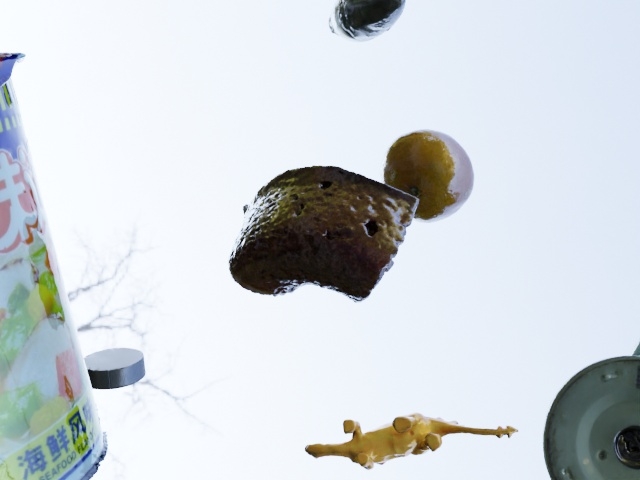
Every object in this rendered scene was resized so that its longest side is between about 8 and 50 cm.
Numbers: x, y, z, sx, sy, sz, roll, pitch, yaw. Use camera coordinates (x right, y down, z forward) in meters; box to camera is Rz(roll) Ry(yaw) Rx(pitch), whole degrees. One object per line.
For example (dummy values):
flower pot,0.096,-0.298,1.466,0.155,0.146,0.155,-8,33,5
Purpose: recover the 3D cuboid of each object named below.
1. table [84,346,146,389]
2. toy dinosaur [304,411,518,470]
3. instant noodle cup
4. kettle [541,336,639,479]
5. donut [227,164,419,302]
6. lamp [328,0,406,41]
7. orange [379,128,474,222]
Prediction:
table,-0.435,0.267,1.716,0.133,0.133,0.043,9,-72,43
toy dinosaur,0.121,0.272,1.134,0.288,0.117,0.071,-8,-103,2
instant noodle cup,-0.297,0.052,0.595,0.284,0.284,0.312,-4,-71,42
kettle,0.485,0.271,1.260,0.247,0.342,0.320,24,-91,18
donut,-0.009,-0.006,0.869,0.144,0.186,0.126,106,6,-48
lamp,0.080,-0.412,1.484,0.250,0.101,0.101,-169,-89,-68
orange,0.169,-0.102,1.328,0.156,0.124,0.156,11,-54,16
